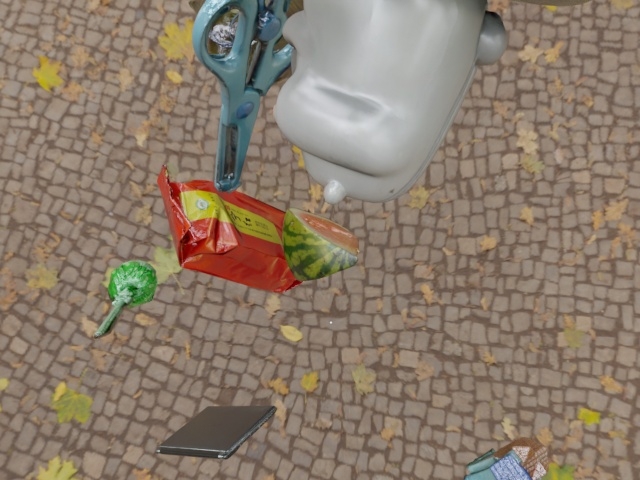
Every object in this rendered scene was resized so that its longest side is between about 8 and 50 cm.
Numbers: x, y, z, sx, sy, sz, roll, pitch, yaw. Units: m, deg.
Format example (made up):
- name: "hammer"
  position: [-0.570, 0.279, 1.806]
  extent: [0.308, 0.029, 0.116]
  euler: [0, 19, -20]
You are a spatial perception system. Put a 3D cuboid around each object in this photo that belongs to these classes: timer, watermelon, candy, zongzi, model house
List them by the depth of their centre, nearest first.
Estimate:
- name: "timer"
  position: [0.060, -0.179, 0.375]
  extent: [0.290, 0.291, 0.316]
  euler: [19, 114, 4]
- name: "candy"
  position: [-0.335, 0.104, 0.855]
  extent: [0.097, 0.323, 0.097]
  euler: [-2, 102, -11]
- name: "model house"
  position: [0.356, 0.415, 0.900]
  extent: [0.148, 0.149, 0.119]
  euler: [-12, 54, -32]
- name: "watermelon"
  position: [-0.018, 0.021, 1.051]
  extent: [0.159, 0.303, 0.129]
  euler: [23, 99, -5]
- name: "zongzi"
  position: [-0.232, -0.491, 1.177]
  extent: [0.431, 0.403, 0.208]
  euler: [20, 126, 15]

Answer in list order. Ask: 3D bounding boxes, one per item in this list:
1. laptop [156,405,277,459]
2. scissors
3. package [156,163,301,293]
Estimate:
- name: "laptop"
  position: [-0.171, 0.311, 0.827]
  extent: [0.180, 0.129, 0.016]
  euler: [-14, 100, 37]
- name: "scissors"
  position: [-0.101, -0.192, 0.683]
  extent: [0.180, 0.393, 0.032]
  euler: [-26, 69, -31]
- name: "package"
  position: [-0.192, -0.013, 1.157]
  extent: [0.123, 0.423, 0.196]
  euler: [-39, 55, 23]
